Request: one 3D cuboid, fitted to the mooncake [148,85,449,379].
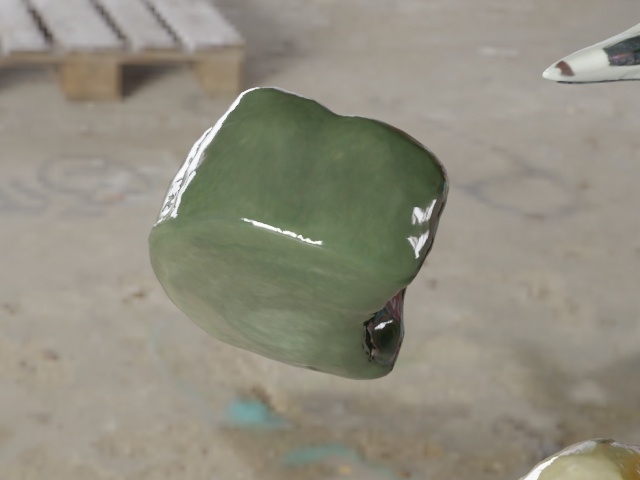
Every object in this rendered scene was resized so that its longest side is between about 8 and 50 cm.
[{"bbox_3d":[0.000,0.000,0.947,0.168,0.104,0.175,38,-27,-23],"label":"mooncake"}]

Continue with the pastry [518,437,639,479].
[{"bbox_3d":[0.161,0.172,0.937,0.156,0.092,0.156,29,28,-17],"label":"pastry"}]

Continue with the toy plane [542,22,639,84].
[{"bbox_3d":[0.208,-0.109,1.010,0.234,0.160,0.082,-16,-3,-19],"label":"toy plane"}]
